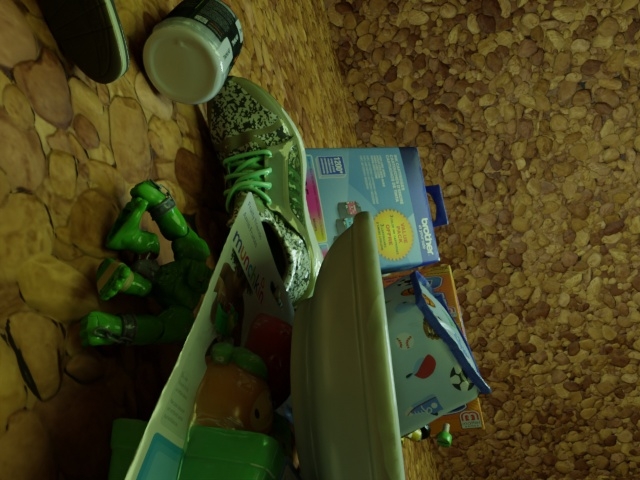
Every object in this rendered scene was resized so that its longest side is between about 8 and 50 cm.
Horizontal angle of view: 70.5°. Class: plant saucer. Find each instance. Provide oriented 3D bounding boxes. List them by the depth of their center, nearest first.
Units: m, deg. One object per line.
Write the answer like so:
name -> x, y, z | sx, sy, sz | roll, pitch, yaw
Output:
plant saucer -> 0.034, 0.170, 0.521 | 0.400, 0.100, 0.401 | -6, 90, -83

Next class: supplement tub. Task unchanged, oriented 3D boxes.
supplement tub -> -0.184, -0.298, 0.688 | 0.191, 0.116, 0.117 | -84, 157, -48

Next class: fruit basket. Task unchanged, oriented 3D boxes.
fruit basket -> -0.072, 0.182, 0.501 | 0.327, 0.165, 0.353 | 78, 24, -46

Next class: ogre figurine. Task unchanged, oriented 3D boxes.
ogre figurine -> -0.180, 0.034, 0.504 | 0.118, 0.096, 0.197 | 39, 21, -41

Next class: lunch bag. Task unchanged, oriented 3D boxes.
lunch bag -> 0.123, 0.230, 0.920 | 0.239, 0.327, 0.385 | 55, 10, -5

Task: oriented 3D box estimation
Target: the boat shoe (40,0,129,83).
boat shoe -> -0.258, -0.284, 0.479 | 0.073, 0.080, 0.224 | -61, 133, -60

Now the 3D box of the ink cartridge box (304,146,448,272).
ink cartridge box -> 0.090, -0.056, 0.989 | 0.151, 0.395, 0.270 | -24, -106, 62

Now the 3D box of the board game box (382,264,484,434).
board game box -> 0.270, 0.335, 1.397 | 0.356, 0.355, 0.357 | -62, 137, -67

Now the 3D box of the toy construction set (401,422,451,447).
toy construction set -> 0.136, 0.463, 1.125 | 0.309, 0.257, 0.237 | 59, 33, -15

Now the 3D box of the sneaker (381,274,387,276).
sneaker -> 0.128, 0.061, 1.533 | 0.447, 0.169, 0.258 | 50, 36, -43

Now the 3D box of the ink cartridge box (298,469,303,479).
ink cartridge box -> 0.015, 0.542, 0.807 | 0.160, 0.092, 0.220 | -53, 129, -70

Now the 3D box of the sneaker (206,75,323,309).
sneaker -> -0.095, -0.070, 0.720 | 0.182, 0.157, 0.411 | -33, 106, -79
